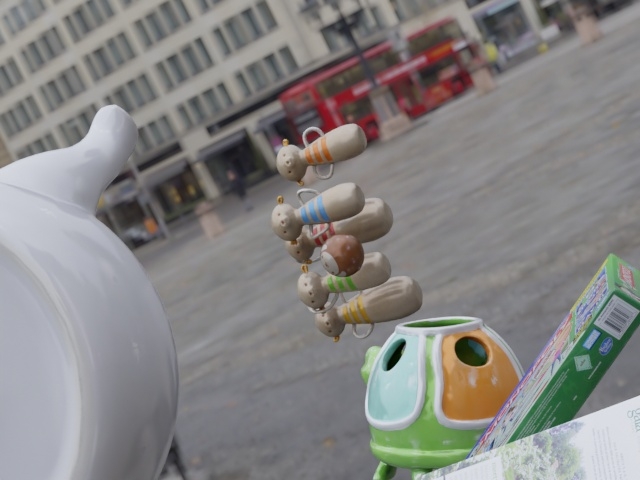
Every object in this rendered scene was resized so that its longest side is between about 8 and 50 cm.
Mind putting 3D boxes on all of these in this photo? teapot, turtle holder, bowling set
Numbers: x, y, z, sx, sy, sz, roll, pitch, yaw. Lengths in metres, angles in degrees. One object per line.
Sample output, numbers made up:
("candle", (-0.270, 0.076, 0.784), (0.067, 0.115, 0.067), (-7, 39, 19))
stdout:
("teapot", (-0.183, 0.086, 0.792), (0.256, 0.252, 0.187), (-32, -8, 16))
("turtle holder", (0.183, 0.228, 1.979), (0.243, 0.227, 0.320), (-7, 3, 2))
("bowling set", (0.000, 0.000, 1.705), (0.154, 0.287, 0.200), (-19, 1, 22))

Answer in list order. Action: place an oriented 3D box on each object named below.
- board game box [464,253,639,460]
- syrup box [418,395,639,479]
("board game box", (0.249, 0.171, 1.476), (0.317, 0.046, 0.213), (-58, -3, 13))
("syrup box", (0.207, 0.222, 1.139), (0.237, 0.096, 0.093), (-25, 44, 25))
